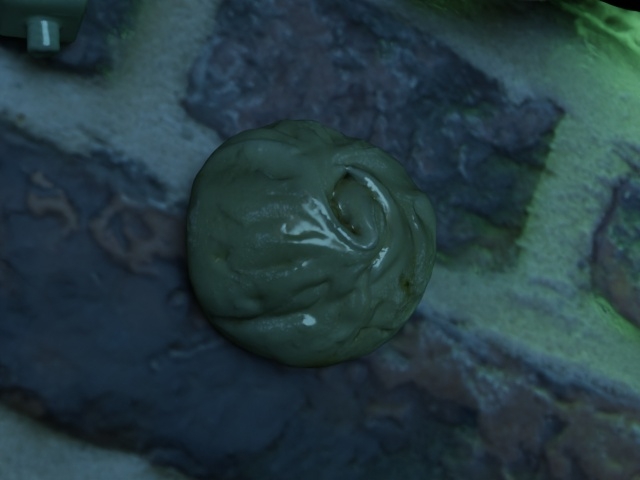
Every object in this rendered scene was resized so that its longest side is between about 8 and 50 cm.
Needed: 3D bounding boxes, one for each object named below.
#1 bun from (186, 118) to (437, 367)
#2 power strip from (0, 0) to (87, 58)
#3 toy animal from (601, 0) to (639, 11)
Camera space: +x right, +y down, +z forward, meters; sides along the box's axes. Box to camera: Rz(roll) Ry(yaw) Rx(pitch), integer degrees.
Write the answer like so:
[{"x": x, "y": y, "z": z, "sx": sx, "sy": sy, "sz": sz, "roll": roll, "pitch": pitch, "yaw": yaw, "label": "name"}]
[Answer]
[{"x": 0.000, "y": 0.000, "z": 0.756, "sx": 0.183, "sy": 0.102, "sz": 0.183, "roll": 3, "pitch": 79, "yaw": -19, "label": "bun"}, {"x": -0.191, "y": -0.307, "z": 0.758, "sx": 0.062, "sy": 0.091, "sz": 0.385, "roll": 2, "pitch": 78, "yaw": -19, "label": "power strip"}, {"x": 0.211, "y": -0.284, "z": 0.839, "sx": 0.310, "sy": 0.251, "sz": 0.250, "roll": -3, "pitch": 79, "yaw": -9, "label": "toy animal"}]
